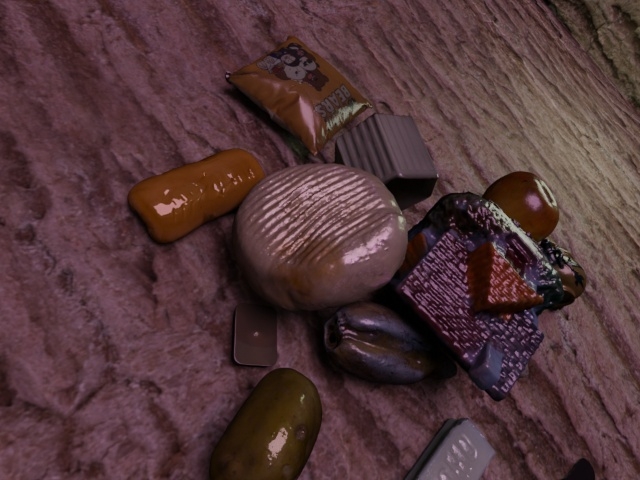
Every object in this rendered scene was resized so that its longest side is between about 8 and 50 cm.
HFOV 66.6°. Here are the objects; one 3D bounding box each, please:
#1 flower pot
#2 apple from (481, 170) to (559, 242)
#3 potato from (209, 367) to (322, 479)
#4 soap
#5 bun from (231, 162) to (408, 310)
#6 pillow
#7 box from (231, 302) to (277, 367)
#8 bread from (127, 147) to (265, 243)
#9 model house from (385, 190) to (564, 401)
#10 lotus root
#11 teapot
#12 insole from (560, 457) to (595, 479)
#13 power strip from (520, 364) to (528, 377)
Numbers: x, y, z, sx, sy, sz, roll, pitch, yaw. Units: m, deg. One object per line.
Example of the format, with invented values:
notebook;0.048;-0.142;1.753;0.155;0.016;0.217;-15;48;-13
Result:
flower pot;0.160;-0.182;1.233;0.209;0.239;0.189;17;52;-56
apple;0.576;-0.088;1.445;0.237;0.208;0.236;30;45;-35
potato;-0.086;0.335;0.829;0.148;0.197;0.228;48;18;-4
soap;0.277;0.480;1.033;0.114;0.063;0.198;50;51;5
bun;0.000;0.000;1.027;0.366;0.219;0.364;-6;47;7
pillow;-0.045;-0.393;1.289;0.312;0.119;0.310;42;48;-1
box;-0.133;0.191;0.977;0.091;0.031;0.125;10;60;-25
bread;-0.250;-0.110;1.040;0.305;0.091;0.141;-33;89;-37
model house;0.309;0.120;1.048;0.360;0.297;0.339;48;33;-1
lotus root;0.150;0.233;1.051;0.323;0.140;0.157;24;76;-26
teapot;0.667;0.093;1.401;0.269;0.173;0.182;47;48;-43
insole;0.599;0.613;1.182;0.253;0.005;0.086;-16;74;-34
power strip;0.485;0.237;1.295;0.118;0.046;0.270;21;55;-22
